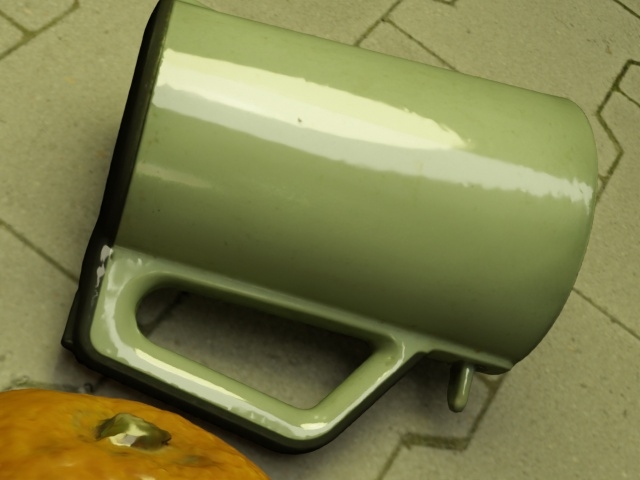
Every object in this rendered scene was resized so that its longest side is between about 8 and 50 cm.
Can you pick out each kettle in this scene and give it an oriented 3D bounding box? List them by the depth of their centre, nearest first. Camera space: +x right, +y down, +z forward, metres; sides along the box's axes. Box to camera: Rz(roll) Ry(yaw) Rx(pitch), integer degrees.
[{"bbox_3d":[0.000,0.000,0.828,0.376,0.250,0.361,15,81,-13],"label":"kettle"}]

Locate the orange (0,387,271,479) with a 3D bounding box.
[{"bbox_3d":[-0.141,0.232,0.522,0.312,0.312,0.312,13,53,-17],"label":"orange"}]
